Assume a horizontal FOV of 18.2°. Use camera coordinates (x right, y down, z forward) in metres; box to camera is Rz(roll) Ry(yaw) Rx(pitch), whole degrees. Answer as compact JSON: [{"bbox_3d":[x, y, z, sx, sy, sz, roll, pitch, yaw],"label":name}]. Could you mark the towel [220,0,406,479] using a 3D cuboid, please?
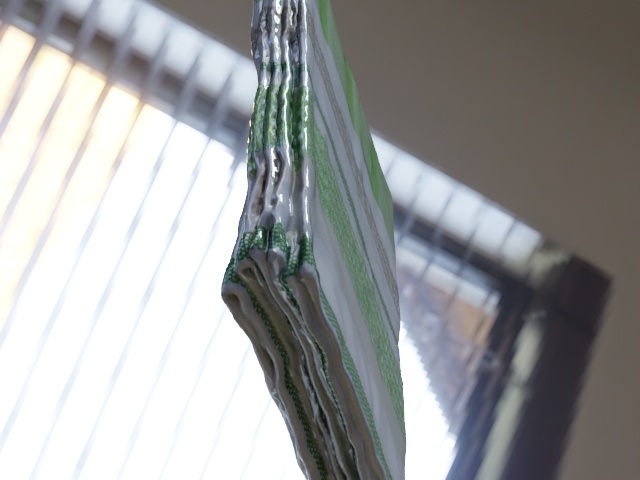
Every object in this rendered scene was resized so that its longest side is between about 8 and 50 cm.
[{"bbox_3d":[0.000,0.000,0.528,0.023,0.113,0.152,-11,-142,9],"label":"towel"}]
